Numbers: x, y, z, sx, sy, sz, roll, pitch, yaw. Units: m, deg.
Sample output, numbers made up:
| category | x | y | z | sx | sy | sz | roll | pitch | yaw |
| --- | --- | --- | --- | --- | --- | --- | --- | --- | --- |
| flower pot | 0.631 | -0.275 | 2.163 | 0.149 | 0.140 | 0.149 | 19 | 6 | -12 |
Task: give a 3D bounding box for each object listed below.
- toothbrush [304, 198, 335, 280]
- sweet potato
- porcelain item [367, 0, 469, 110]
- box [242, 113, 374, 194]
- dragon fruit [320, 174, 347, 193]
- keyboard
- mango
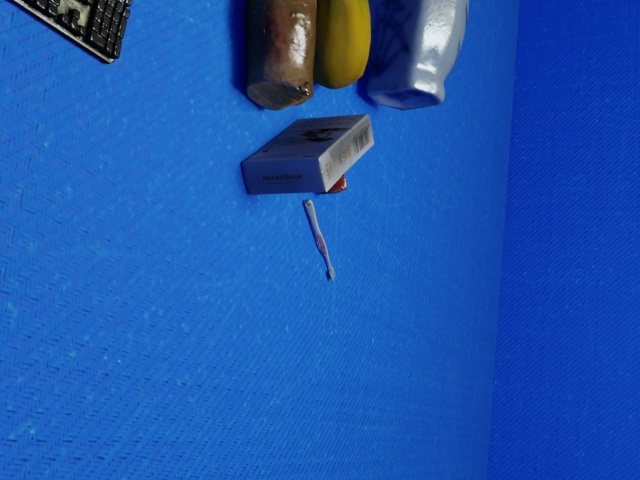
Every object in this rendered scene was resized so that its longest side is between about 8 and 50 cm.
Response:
| category | x | y | z | sx | sy | sz | roll | pitch | yaw |
| --- | --- | --- | --- | --- | --- | --- | --- | --- | --- |
| toothbrush | 0.000 | 0.000 | 1.444 | 0.022 | 0.017 | 0.204 | -86 | 162 | -55 |
| sweet potato | -0.065 | -0.392 | 1.185 | 0.131 | 0.131 | 0.336 | -1 | 92 | -64 |
| porcelain item | 0.216 | -0.511 | 1.620 | 0.178 | 0.243 | 0.405 | 11 | 83 | -44 |
| box | -0.016 | -0.154 | 1.258 | 0.233 | 0.149 | 0.067 | -48 | 130 | -53 |
| dragon fruit | 0.022 | -0.124 | 1.441 | 0.083 | 0.060 | 0.056 | -92 | 169 | -77 |
| keyboard | -0.321 | -0.307 | 0.778 | 0.317 | 0.027 | 0.106 | 27 | 67 | -60 |
| mango | 0.032 | -0.384 | 1.313 | 0.317 | 0.119 | 0.176 | 82 | 26 | -70 |
